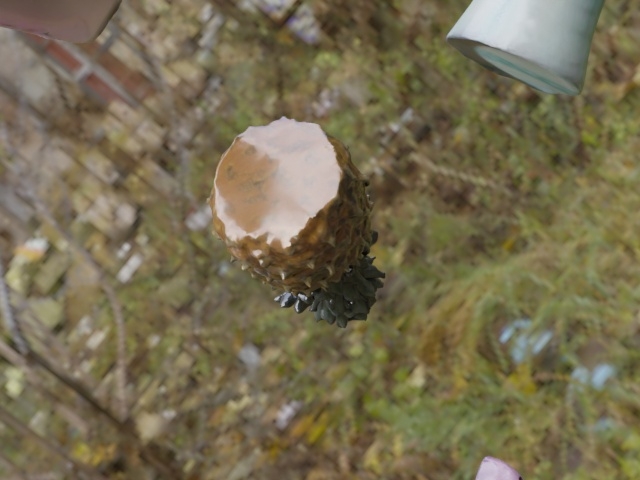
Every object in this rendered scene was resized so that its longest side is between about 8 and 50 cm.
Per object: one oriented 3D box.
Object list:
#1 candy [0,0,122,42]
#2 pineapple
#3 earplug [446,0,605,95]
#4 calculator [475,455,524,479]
[{"bbox_3d":[-0.257,-0.263,1.221,0.155,0.116,0.265,-50,-21,19],"label":"candy"},{"bbox_3d":[0.000,0.000,1.416,0.158,0.158,0.279,-52,-31,-9],"label":"pineapple"},{"bbox_3d":[0.304,-0.366,1.836,0.324,0.185,0.185,-68,14,0],"label":"earplug"},{"bbox_3d":[0.080,0.280,0.787,0.043,0.294,0.194,4,11,25],"label":"calculator"}]
